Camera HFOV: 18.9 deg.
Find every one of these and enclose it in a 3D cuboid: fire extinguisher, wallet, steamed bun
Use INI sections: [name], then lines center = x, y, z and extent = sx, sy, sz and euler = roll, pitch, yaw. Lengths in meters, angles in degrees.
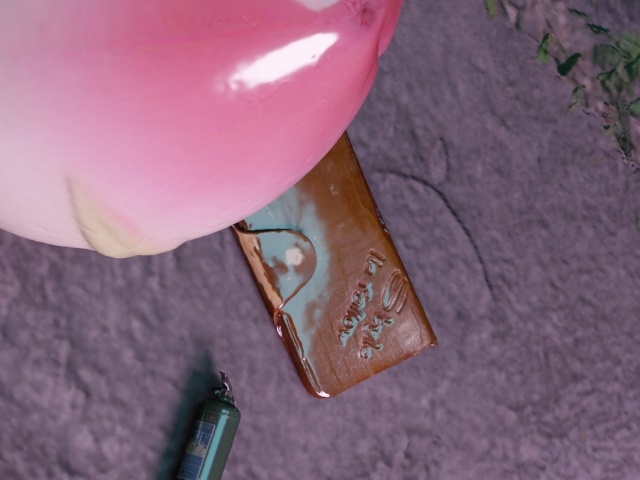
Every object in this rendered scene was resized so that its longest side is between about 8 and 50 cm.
[fire extinguisher]
center = -0.062, 0.117, 1.088
extent = 0.038, 0.025, 0.083
euler = 40, 65, -62
[wallet]
center = 0.000, 0.000, 1.126
extent = 0.095, 0.026, 0.176
euler = -26, 100, -25
[steamed bun]
center = -0.078, -0.130, 0.907
extent = 0.309, 0.309, 0.309
euler = 2, 87, -29
